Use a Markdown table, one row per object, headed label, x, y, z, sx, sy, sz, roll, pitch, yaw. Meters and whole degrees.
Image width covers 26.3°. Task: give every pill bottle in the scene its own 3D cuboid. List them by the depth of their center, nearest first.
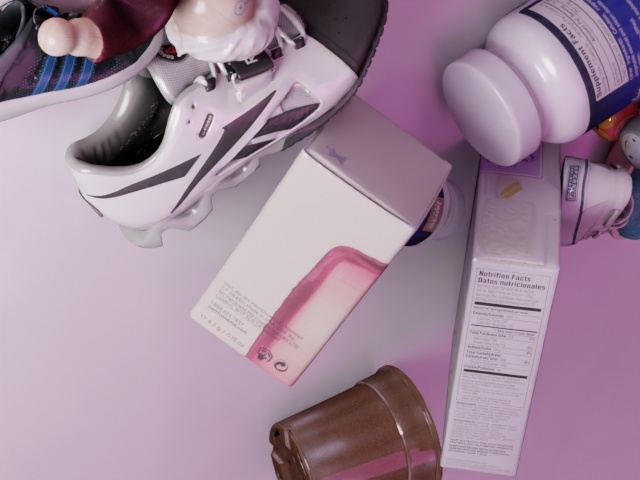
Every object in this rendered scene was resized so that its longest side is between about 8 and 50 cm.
| label | x | y | z | sx | sy | sz | roll | pitch | yaw |
| --- | --- | --- | --- | --- | --- | --- | --- | --- | --- |
| pill bottle | 0.270 | -0.196 | 1.449 | 0.265 | 0.153 | 0.153 | -32 | 142 | -16 |
| pill bottle | 0.079 | -0.043 | 1.459 | 0.169 | 0.094 | 0.094 | 8 | 119 | -48 |

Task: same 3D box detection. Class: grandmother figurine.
| label | x | y | z | sx | sy | sz | roll | pitch | yaw |
| --- | --- | --- | --- | --- | --- | --- | --- | --- | --- |
| grandmother figurine | -0.152 | -0.226 | 1.011 | 0.342 | 0.104 | 0.207 | 29 | 83 | -48 |

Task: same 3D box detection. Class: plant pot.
| label | x | y | z | sx | sy | sz | roll | pitch | yaw |
| --- | --- | --- | --- | --- | --- | --- | --- | --- | --- |
| plant pot | 0.036 | 0.257 | 1.666 | 0.165 | 0.167 | 0.167 | -18 | 137 | -22 |

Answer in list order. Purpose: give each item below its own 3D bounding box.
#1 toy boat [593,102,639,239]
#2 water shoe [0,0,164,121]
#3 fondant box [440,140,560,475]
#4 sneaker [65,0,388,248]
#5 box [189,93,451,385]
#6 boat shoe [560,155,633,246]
| label | x | y | z | sx | sy | sz | roll | pitch | yaw |
| --- | --- | --- | --- | --- | --- | --- | --- | --- | --- |
| toy boat | 0.428 | -0.112 | 1.689 | 0.318 | 0.148 | 0.267 | 16 | 113 | -51 |
| water shoe | -0.214 | -0.154 | 1.082 | 0.203 | 0.073 | 0.080 | -27 | 138 | -25 |
| fondant box | 0.207 | 0.073 | 1.577 | 0.096 | 0.238 | 0.330 | 8 | 130 | 4 |
| sneaker | -0.080 | -0.139 | 1.185 | 0.330 | 0.122 | 0.146 | -45 | 146 | -1 |
| box | 0.000 | 0.000 | 1.312 | 0.232 | 0.127 | 0.148 | -53 | -178 | 34 |
| boat shoe | 0.325 | -0.047 | 1.615 | 0.267 | 0.088 | 0.096 | 55 | 42 | -76 |
